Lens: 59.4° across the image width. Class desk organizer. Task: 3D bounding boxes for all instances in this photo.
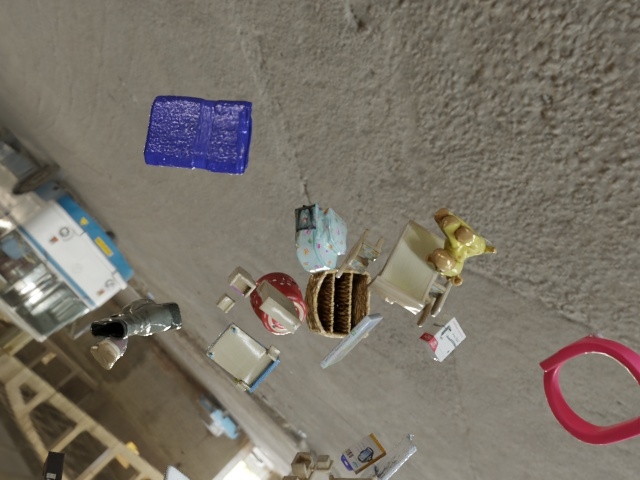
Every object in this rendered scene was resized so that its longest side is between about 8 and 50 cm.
[{"bbox_3d":[-0.755,0.659,1.578,0.047,0.050,0.130,21,-167,-26],"label":"desk organizer"}]

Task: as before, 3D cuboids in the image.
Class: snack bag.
[{"bbox_3d":[0.174,0.749,1.795,0.037,0.342,0.323,46,175,13],"label":"snack bag"}]

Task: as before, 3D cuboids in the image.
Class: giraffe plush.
[{"bbox_3d":[0.396,0.030,1.680,0.210,0.170,0.181,30,-164,-29],"label":"giraffe plush"}]

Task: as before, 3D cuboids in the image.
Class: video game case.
[{"bbox_3d":[0.094,0.289,1.639,0.023,0.193,0.212,45,-173,15],"label":"video game case"}]

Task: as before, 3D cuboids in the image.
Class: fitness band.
[{"bbox_3d":[0.574,0.311,1.166,0.209,0.054,0.291,59,152,19],"label":"fitness band"}]

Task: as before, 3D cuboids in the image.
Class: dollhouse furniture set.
[{"bbox_3d":[0.067,0.746,1.547,0.355,0.303,0.174,-7,105,19],"label":"dollhouse furniture set"},{"bbox_3d":[0.252,0.147,1.917,0.362,0.256,0.394,31,151,1],"label":"dollhouse furniture set"},{"bbox_3d":[-0.254,0.276,1.801,0.286,0.303,0.198,40,-178,-15],"label":"dollhouse furniture set"}]

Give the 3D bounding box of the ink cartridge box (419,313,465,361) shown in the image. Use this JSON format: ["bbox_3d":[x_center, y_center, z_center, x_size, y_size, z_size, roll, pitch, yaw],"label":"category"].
[{"bbox_3d":[0.425,0.337,1.951,0.099,0.135,0.056,56,162,-19],"label":"ink cartridge box"}]

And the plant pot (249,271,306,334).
[{"bbox_3d":[-0.153,0.235,2.061,0.191,0.191,0.174,59,177,-29],"label":"plant pot"}]

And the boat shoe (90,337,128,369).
[{"bbox_3d":[-0.748,0.388,2.007,0.103,0.092,0.285,49,145,-4],"label":"boat shoe"}]

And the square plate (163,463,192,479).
[{"bbox_3d":[-0.219,0.659,1.054,0.344,0.049,0.347,59,-167,-34],"label":"square plate"}]

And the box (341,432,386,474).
[{"bbox_3d":[0.136,0.700,1.831,0.081,0.136,0.028,46,159,46],"label":"box"}]

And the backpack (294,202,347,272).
[{"bbox_3d":[0.000,0.000,1.687,0.144,0.188,0.166,-5,154,26],"label":"backpack"}]

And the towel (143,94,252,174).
[{"bbox_3d":[-0.360,-0.315,1.684,0.308,0.227,0.076,6,169,3],"label":"towel"}]

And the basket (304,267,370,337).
[{"bbox_3d":[0.069,0.265,2.420,0.223,0.213,0.299,4,90,57],"label":"basket"}]

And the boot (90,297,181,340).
[{"bbox_3d":[-0.437,0.178,1.245,0.246,0.161,0.083,-11,87,44],"label":"boot"}]
